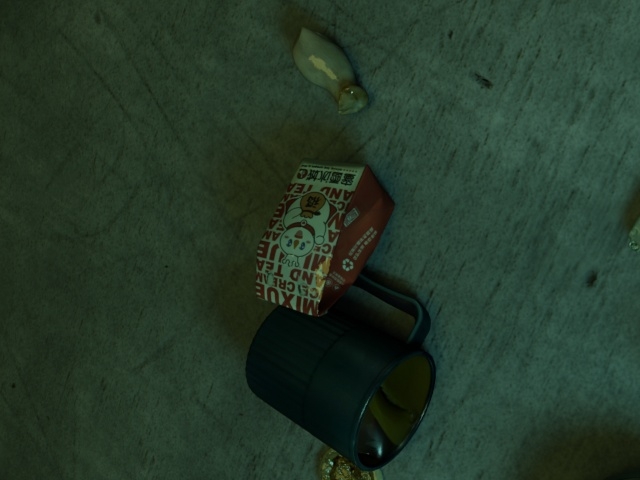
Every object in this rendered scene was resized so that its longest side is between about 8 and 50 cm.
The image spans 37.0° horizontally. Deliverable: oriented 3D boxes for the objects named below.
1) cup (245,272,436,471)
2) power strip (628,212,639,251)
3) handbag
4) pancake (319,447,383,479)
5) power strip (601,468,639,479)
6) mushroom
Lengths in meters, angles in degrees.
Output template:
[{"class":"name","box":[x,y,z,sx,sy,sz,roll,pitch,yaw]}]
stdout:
[{"class":"cup","box":[0.039,0.231,1.808,0.292,0.242,0.308,25,108,34]},{"class":"power strip","box":[0.585,-0.088,1.507,0.078,0.052,0.272,41,120,26]},{"class":"handbag","box":[0.000,0.000,1.805,0.171,0.151,0.298,9,62,35]},{"class":"pancake","box":[0.059,0.480,1.932,0.151,0.025,0.152,3,95,34]},{"class":"power strip","box":[0.533,0.533,1.477,0.357,0.161,0.358,-1,87,22]},{"class":"mushroom","box":[0.013,-0.336,1.896,0.212,0.088,0.097,52,128,15]}]
